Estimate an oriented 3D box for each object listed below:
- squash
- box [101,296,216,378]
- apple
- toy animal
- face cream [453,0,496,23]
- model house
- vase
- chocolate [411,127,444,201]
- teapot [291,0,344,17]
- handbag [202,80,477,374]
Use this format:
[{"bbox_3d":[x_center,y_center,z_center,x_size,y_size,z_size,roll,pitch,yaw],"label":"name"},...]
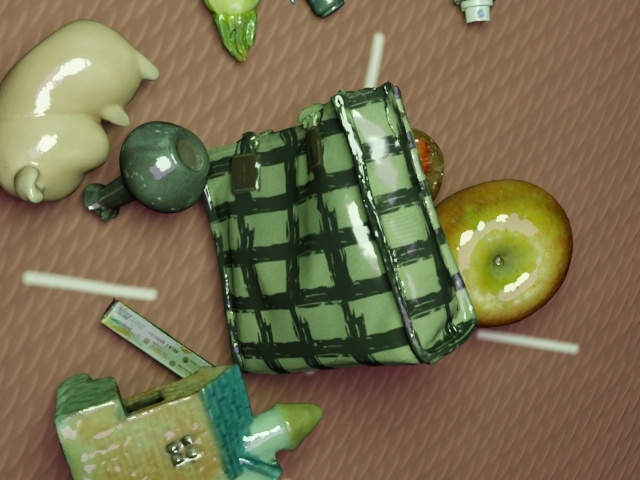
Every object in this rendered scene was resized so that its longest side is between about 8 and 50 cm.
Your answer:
[{"bbox_3d":[-0.118,-0.390,0.985,0.137,0.137,0.288,9,95,-15],"label":"squash"},{"bbox_3d":[-0.214,0.156,1.048,0.207,0.050,0.041,38,84,-15],"label":"box"},{"bbox_3d":[0.245,0.017,1.095,0.234,0.173,0.210,-7,101,-5],"label":"apple"},{"bbox_3d":[-0.323,-0.161,0.933,0.154,0.166,0.250,33,75,-31],"label":"toy animal"},{"bbox_3d":[0.221,-0.462,1.089,0.073,0.073,0.284,-6,96,-14],"label":"face cream"},{"bbox_3d":[-0.157,0.276,1.005,0.325,0.194,0.267,-18,100,-15],"label":"model house"},{"bbox_3d":[-0.232,-0.078,0.967,0.183,0.120,0.120,-24,104,30],"label":"vase"},{"bbox_3d":[0.120,-0.097,1.073,0.133,0.127,0.124,-31,98,-28],"label":"chocolate"},{"bbox_3d":[-0.008,-0.357,1.060,0.049,0.063,0.083,-42,103,-40],"label":"teapot"},{"bbox_3d":[0.000,0.000,0.955,0.162,0.325,0.327,-22,97,-48],"label":"handbag"}]
